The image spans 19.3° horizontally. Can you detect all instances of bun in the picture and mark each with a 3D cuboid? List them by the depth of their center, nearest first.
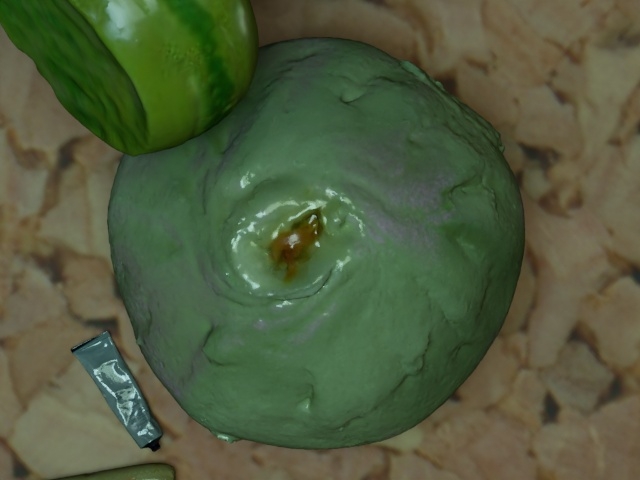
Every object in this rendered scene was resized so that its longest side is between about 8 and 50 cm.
[{"bbox_3d":[0.000,0.000,1.266,0.293,0.187,0.293,0,89,-7],"label":"bun"}]

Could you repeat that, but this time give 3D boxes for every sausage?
[{"bbox_3d":[-0.167,0.177,1.333,0.132,0.024,0.024,-10,92,-4],"label":"sausage"}]

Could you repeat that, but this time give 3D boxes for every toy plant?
[{"bbox_3d":[-0.047,-0.208,1.229,0.316,0.224,0.184,-42,138,-22],"label":"toy plant"}]

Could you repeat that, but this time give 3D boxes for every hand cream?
[{"bbox_3d":[-0.141,0.110,1.341,0.030,0.019,0.093,-31,87,-2],"label":"hand cream"}]
